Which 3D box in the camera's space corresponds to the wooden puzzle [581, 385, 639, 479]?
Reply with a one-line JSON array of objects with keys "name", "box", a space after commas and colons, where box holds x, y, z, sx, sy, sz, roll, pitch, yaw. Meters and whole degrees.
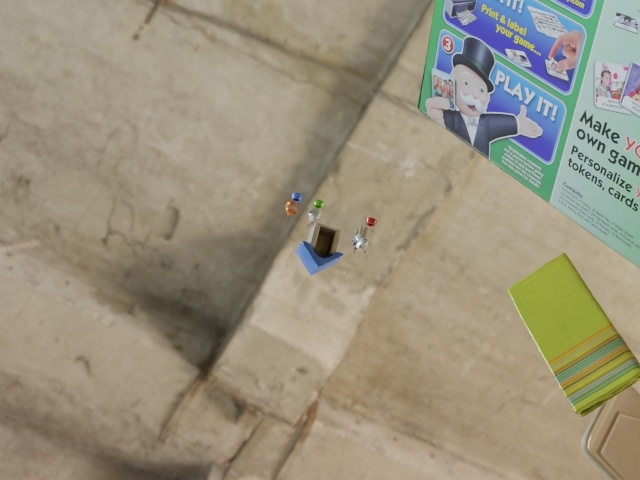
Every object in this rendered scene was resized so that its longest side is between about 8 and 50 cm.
[{"name": "wooden puzzle", "box": [0.483, 0.331, 1.439, 0.239, 0.044, 0.221, 50, -143, 3]}]

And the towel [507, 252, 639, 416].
[{"name": "towel", "box": [0.338, 0.121, 1.312, 0.021, 0.102, 0.237, 47, -165, -40]}]

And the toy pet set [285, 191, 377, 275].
[{"name": "toy pet set", "box": [0.000, 0.000, 1.337, 0.122, 0.114, 0.065, 18, -113, -9]}]

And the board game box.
[{"name": "board game box", "box": [0.183, -0.095, 0.535, 0.046, 0.213, 0.317, -21, -134, -30]}]
